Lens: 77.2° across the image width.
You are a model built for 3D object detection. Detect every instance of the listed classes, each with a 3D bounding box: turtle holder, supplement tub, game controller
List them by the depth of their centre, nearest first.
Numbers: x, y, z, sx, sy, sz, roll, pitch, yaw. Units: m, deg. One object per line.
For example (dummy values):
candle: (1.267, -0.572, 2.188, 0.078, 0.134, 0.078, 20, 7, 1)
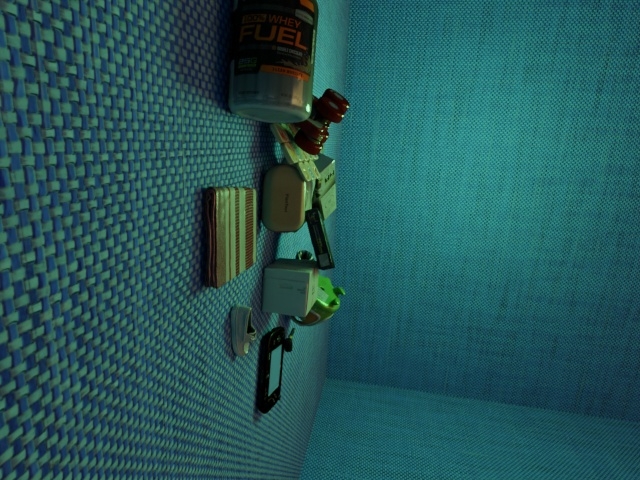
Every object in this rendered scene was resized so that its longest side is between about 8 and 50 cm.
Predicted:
supplement tub: (-0.113, -0.472, 0.971, 0.207, 0.207, 0.337, -30, 124, -80)
game controller: (-0.189, 0.501, 1.562, 0.166, 0.067, 0.319, -21, 115, -81)
turtle holder: (-0.046, 0.267, 1.920, 0.227, 0.243, 0.320, -51, -153, 18)

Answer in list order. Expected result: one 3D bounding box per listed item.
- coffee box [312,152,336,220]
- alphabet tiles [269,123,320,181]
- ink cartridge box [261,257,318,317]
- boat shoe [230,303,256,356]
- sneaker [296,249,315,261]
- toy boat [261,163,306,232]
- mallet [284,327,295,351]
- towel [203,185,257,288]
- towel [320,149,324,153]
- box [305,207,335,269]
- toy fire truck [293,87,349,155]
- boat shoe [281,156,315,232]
coffee box: (-0.034, -0.233, 1.702, 0.119, 0.168, 0.297, -47, 153, -26)
alphabet tiles: (-0.083, -0.334, 1.373, 0.277, 0.021, 0.284, 63, 20, -5)
ink cartridge box: (-0.109, 0.171, 1.531, 0.233, 0.171, 0.168, -38, 133, -78)
boat shoe: (-0.223, 0.270, 1.186, 0.066, 0.063, 0.184, -65, 158, -67)
sneaker: (-0.067, 0.104, 2.070, 0.226, 0.086, 0.163, -68, 164, -59)
toy boat: (-0.135, -0.146, 1.377, 0.151, 0.151, 0.231, -153, -114, -66)
mallet: (-0.146, 0.470, 1.968, 0.189, 0.039, 0.062, -77, 167, -69)
towel: (-0.230, -0.024, 1.063, 0.329, 0.037, 0.236, -45, 138, -80)
towel: (-0.036, -0.431, 1.826, 0.235, 0.121, 0.283, 85, 13, -55)
box: (0.000, 0.000, 1.581, 0.183, 0.059, 0.232, 52, 24, -82)
toy fire truck: (-0.058, -0.443, 1.339, 0.169, 0.254, 0.302, -51, -170, 31)
boat shoe: (-0.110, -0.159, 1.539, 0.367, 0.136, 0.156, 96, 15, -53)
